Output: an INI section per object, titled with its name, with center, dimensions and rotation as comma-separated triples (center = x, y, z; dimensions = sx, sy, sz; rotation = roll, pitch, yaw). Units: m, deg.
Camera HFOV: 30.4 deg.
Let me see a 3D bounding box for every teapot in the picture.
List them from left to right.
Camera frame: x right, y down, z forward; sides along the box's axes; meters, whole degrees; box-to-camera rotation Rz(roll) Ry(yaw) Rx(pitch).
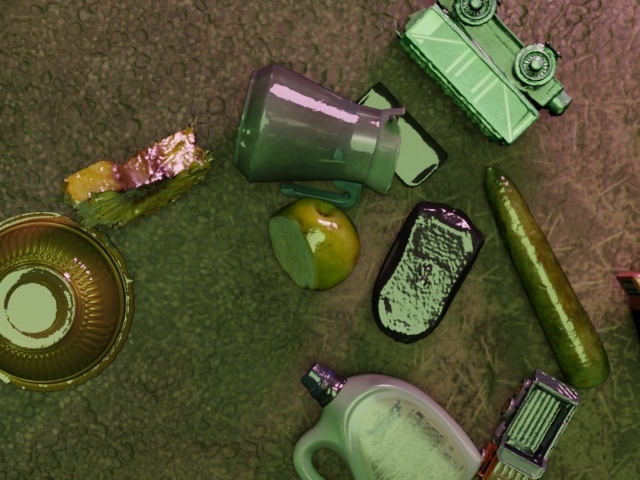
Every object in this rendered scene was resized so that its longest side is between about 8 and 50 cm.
[teapot]
center = -0.004, -0.136, 1.675
dimensions = 0.225, 0.171, 0.203
rotation = 13, 134, -2

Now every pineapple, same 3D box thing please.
[pineapple]
center = -0.272, -0.077, 1.686
dimensions = 0.233, 0.135, 0.079
rotation = -22, 70, -27

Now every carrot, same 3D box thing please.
[carrot]
center = 0.327, 0.052, 1.734
dimensions = 0.074, 0.074, 0.358
rotation = -26, 91, 0

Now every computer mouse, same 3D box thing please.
[computer mouse]
center = 0.152, 0.048, 1.727
dimensions = 0.122, 0.073, 0.217
rotation = 29, 85, -5

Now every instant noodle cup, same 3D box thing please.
[instant noodle cup]
center = -0.409, 0.094, 1.706
dimensions = 0.274, 0.091, 0.274
rotation = 0, 93, -2

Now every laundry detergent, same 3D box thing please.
[laundry detergent]
center = 0.073, 0.296, 1.718
dimensions = 0.280, 0.105, 0.215
rotation = 40, 93, -4

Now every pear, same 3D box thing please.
[pear]
center = 0.000, 0.000, 1.700
dimensions = 0.104, 0.141, 0.141
rotation = -22, 93, -29

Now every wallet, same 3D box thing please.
[wallet]
center = 0.111, -0.154, 1.744
dimensions = 0.082, 0.018, 0.156
rotation = -45, 93, 0

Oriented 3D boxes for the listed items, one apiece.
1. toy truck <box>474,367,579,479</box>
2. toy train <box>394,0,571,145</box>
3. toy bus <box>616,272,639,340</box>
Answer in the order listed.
[toy truck]
center = 0.301, 0.287, 1.731
dimensions = 0.083, 0.092, 0.192
rotation = 29, 92, -3
[toy train]
center = 0.237, -0.261, 1.701
dimensions = 0.154, 0.115, 0.269
rotation = -44, 93, 9
[toy bus]
center = 0.650, 0.054, 1.680
dimensions = 0.427, 0.203, 0.233
rotation = -32, 88, -1
